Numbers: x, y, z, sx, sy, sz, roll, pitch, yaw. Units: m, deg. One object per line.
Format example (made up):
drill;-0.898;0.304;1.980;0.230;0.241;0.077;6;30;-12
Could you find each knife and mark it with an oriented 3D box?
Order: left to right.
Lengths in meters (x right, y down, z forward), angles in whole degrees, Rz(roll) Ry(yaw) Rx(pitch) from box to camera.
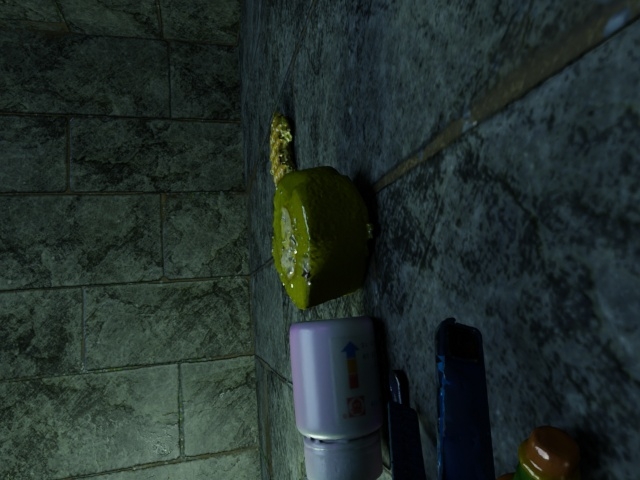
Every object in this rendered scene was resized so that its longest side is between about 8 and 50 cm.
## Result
knife;0.119;0.255;0.652;0.031;0.018;0.121;175;92;-67

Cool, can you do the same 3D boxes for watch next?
watch;0.103;0.261;0.435;0.276;0.068;0.275;94;-179;-53

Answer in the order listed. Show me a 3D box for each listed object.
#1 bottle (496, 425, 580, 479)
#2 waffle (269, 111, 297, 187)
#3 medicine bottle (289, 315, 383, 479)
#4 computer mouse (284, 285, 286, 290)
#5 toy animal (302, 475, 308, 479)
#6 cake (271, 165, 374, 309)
bottle;0.172;0.236;0.367;0.069;0.069;0.187;-123;33;-61
waffle;-0.123;-0.267;1.391;0.291;0.051;0.291;176;90;-76
medicine bottle;0.029;0.260;0.736;0.152;0.151;0.255;148;118;-72
computer mouse;-0.043;0.097;1.132;0.192;0.062;0.106;-5;85;62
toy animal;0.045;0.534;0.868;0.103;0.131;0.221;21;146;39
cake;0.000;0.000;0.800;0.179;0.156;0.261;54;151;37
